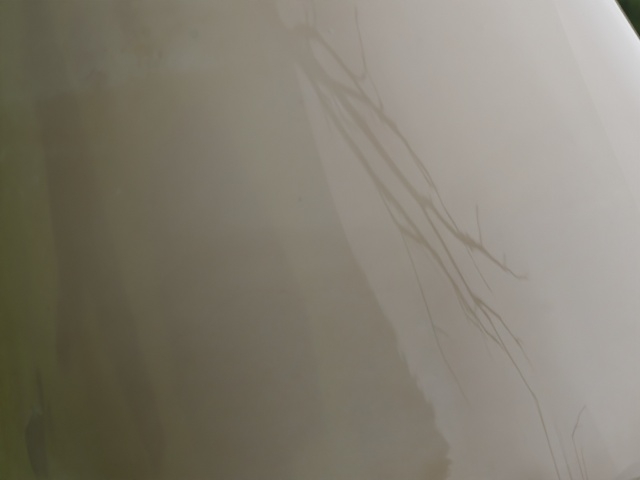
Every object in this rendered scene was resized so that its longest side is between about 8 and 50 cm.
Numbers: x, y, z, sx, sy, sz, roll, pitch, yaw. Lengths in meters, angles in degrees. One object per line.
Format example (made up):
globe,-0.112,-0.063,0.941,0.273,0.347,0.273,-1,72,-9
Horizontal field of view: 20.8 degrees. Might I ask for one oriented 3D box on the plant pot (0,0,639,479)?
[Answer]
plant pot,0.000,0.000,0.604,0.323,0.323,0.280,-52,124,-79
